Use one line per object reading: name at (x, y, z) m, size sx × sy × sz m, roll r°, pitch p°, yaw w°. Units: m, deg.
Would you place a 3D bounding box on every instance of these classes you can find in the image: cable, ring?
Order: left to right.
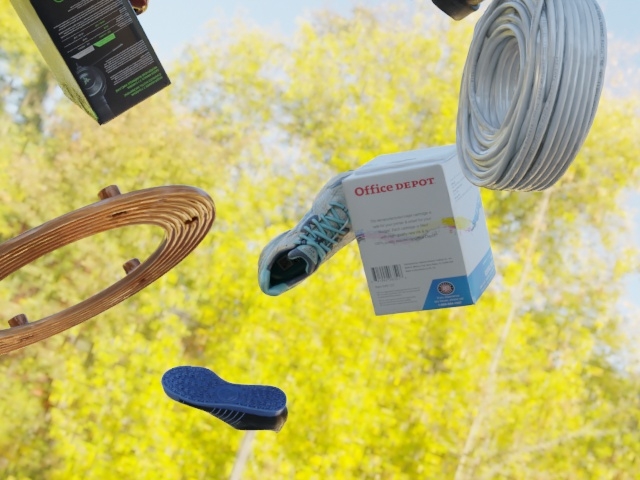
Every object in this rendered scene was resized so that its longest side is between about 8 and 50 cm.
ring at (-0.260, 0.031, 1.084) m, size 0.032 × 0.337 × 0.336 m, roll 61°, pitch -5°, yaw 12°
cable at (0.241, -0.182, 1.268) m, size 0.089 × 0.257 × 0.257 m, roll 7°, pitch -12°, yaw -15°

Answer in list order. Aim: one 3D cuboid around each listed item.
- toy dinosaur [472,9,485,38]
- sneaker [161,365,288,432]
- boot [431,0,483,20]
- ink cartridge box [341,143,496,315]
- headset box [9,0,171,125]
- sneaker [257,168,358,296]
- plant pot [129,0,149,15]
toy dinosaur at (0.341, -0.372, 2.268) m, size 0.064 × 0.268 × 0.118 m, roll -1°, pitch -6°, yaw 9°
sneaker at (-0.172, 0.292, 1.911) m, size 0.232 × 0.081 × 0.090 m, roll 13°, pitch -44°, yaw 9°
boot at (0.334, -0.602, 1.656) m, size 0.146 × 0.367 × 0.445 m, roll 6°, pitch -27°, yaw -46°
ink cartridge box at (0.164, -0.022, 1.723) m, size 0.171 × 0.232 × 0.168 m, roll -7°, pitch 14°, yaw 25°
headset box at (-0.372, -0.334, 1.650) m, size 0.246 × 0.131 × 0.283 m, roll 36°, pitch -24°, yaw 56°
sneaker at (0.000, 0.000, 1.833) m, size 0.110 × 0.283 × 0.122 m, roll 41°, pitch 21°, yaw -10°
plant pot at (-0.389, -0.553, 1.907) m, size 0.273 × 0.265 × 0.272 m, roll 7°, pitch -6°, yaw 1°
